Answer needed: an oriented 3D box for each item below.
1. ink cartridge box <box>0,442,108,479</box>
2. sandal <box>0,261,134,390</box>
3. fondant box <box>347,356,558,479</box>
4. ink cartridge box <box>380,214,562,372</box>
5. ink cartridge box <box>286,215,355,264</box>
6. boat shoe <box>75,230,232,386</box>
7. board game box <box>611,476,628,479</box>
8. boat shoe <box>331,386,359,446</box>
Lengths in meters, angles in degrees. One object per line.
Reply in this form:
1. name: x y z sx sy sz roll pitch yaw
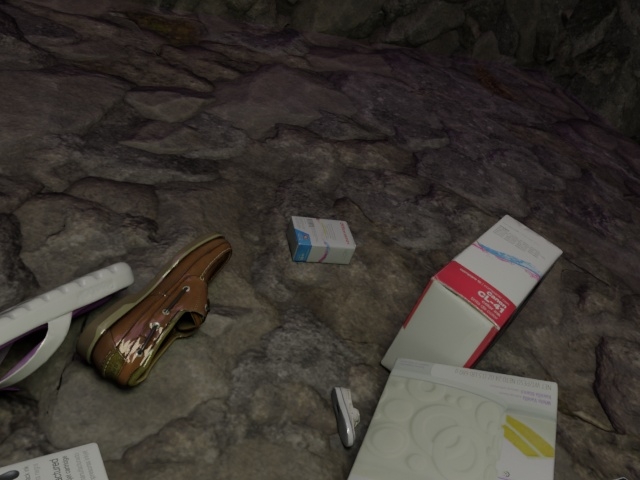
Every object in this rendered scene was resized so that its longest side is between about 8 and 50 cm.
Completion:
1. ink cartridge box: -0.321 0.317 0.490 0.273 0.114 0.197 -7 22 -31
2. sandal: -0.402 0.144 0.719 0.416 0.169 0.102 -34 102 -47
3. fondant box: 0.174 0.309 0.718 0.238 0.096 0.330 4 33 23
4. ink cartridge box: 0.268 0.115 0.965 0.131 0.226 0.306 39 42 22
5. ink cartridge box: 0.000 0.000 1.129 0.122 0.052 0.088 4 40 -18
6. boat shoe: -0.224 0.105 0.865 0.104 0.111 0.307 33 49 10
7. board game box: 0.372 0.415 0.720 0.305 0.053 0.193 -1 16 -25
8. boat shoe: 0.043 0.265 0.836 0.035 0.035 0.100 4 33 -16
